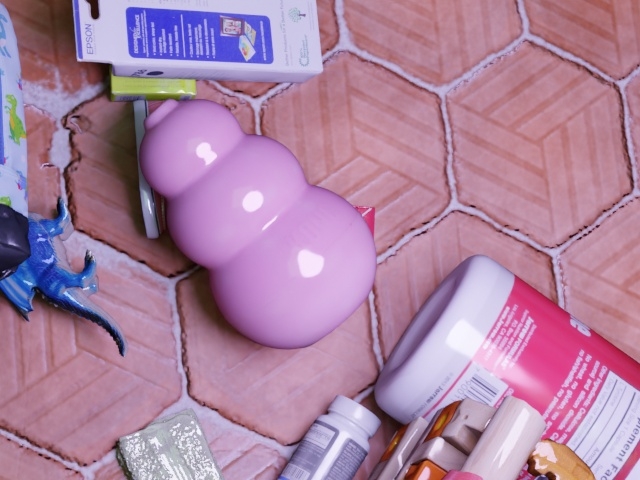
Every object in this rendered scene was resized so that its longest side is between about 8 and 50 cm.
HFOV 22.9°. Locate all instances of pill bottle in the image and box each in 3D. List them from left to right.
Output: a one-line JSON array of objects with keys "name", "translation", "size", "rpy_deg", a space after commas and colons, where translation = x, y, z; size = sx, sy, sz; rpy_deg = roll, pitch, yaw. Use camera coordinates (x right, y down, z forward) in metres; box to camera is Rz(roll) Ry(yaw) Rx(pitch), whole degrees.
[{"name": "pill bottle", "translation": [0.011, 0.262, 1.931], "size": [0.078, 0.078, 0.137], "rpy_deg": [35, 76, -3]}, {"name": "pill bottle", "translation": [0.288, 0.217, 1.915], "size": [0.408, 0.229, 0.229], "rpy_deg": [35, 76, -4]}]

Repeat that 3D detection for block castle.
[{"name": "block castle", "translation": [0.186, 0.363, 1.757], "size": [0.303, 0.453, 0.213], "rpy_deg": [37, 68, -4]}]

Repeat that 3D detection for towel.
[{"name": "towel", "translation": [-0.173, 0.287, 1.917], "size": [0.110, 0.027, 0.148], "rpy_deg": [-24, 85, -13]}]

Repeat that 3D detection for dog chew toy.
[{"name": "dog chew toy", "translation": [-0.086, -0.031, 1.887], "size": [0.206, 0.206, 0.332], "rpy_deg": [-42, 98, -15]}]

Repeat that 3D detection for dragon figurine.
[{"name": "dragon figurine", "translation": [-0.344, 0.042, 1.896], "size": [0.144, 0.085, 0.289], "rpy_deg": [-27, 82, -12]}]

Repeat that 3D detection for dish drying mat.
[{"name": "dish drying mat", "translation": [0.053, -0.003, 2.022], "size": [0.032, 0.008, 0.083], "rpy_deg": [5, 79, -11]}]

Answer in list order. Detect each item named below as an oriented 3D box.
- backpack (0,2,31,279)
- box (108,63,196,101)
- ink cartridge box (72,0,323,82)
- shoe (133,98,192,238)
[{"name": "backpack", "translation": [-0.460, -0.139, 1.779], "size": [0.273, 0.290, 0.355], "rpy_deg": [30, 57, -40]}, {"name": "box", "translation": [-0.215, -0.265, 2.000], "size": [0.109, 0.042, 0.178], "rpy_deg": [-1, 79, -12]}, {"name": "ink cartridge box", "translation": [-0.161, -0.284, 1.959], "size": [0.333, 0.065, 0.165], "rpy_deg": [1, 80, -29]}, {"name": "shoe", "translation": [-0.186, -0.092, 1.963], "size": [0.081, 0.063, 0.178], "rpy_deg": [-4, 77, -7]}]
